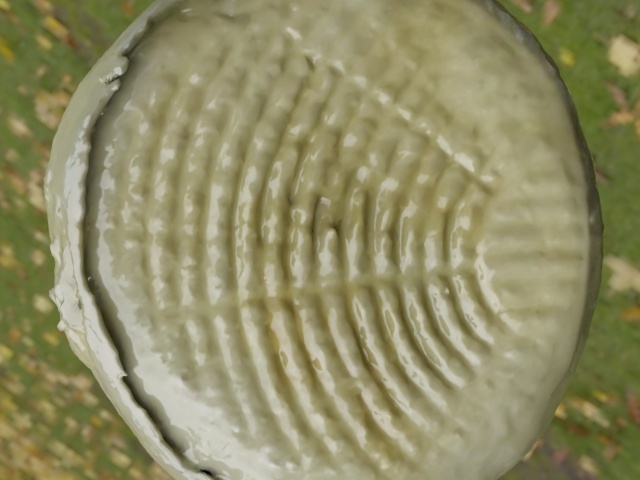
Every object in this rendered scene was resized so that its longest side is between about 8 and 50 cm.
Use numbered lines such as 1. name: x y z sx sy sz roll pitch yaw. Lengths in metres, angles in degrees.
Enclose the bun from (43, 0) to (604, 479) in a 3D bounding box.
1. bun: -0.004 -0.002 1.051 0.364 0.364 0.202 38 167 -13
